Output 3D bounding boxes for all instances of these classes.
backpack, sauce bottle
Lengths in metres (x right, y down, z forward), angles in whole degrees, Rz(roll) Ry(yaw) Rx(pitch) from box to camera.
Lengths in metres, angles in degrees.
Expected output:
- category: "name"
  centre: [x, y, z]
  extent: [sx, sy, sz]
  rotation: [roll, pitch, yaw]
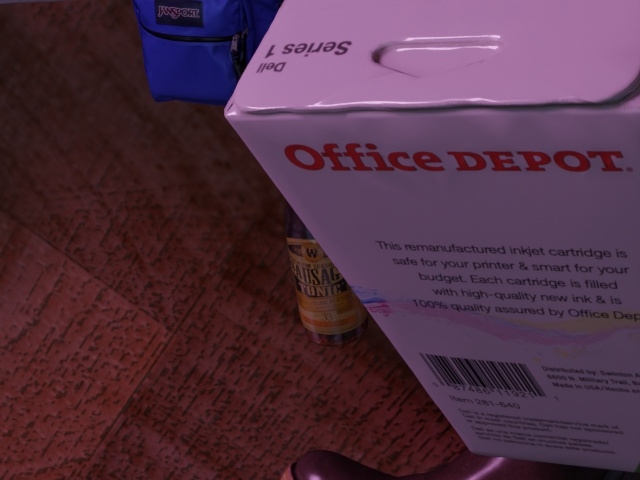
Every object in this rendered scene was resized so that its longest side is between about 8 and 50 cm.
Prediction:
- category: "backpack"
  centre: [-0.048, -0.132, 0.852]
  extent: [0.098, 0.101, 0.120]
  rotation: [5, 121, 16]
- category: "sauce bottle"
  centre: [0.000, 0.000, 0.959]
  extent: [0.042, 0.042, 0.128]
  rotation: [4, 125, 25]

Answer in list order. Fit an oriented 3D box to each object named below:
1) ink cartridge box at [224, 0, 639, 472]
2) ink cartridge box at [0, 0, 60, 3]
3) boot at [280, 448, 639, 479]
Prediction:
- category: "ink cartridge box"
  centre: [0.117, -0.012, 0.762]
  extent: [0.201, 0.117, 0.278]
  rotation: [2, 143, 35]
- category: "ink cartridge box"
  centre: [-0.198, -0.232, 0.819]
  extent: [0.239, 0.060, 0.275]
  rotation: [-8, 140, -21]
- category: "boot"
  centre: [0.120, 0.118, 0.941]
  extent: [0.248, 0.090, 0.207]
  rotation: [26, 100, 13]
